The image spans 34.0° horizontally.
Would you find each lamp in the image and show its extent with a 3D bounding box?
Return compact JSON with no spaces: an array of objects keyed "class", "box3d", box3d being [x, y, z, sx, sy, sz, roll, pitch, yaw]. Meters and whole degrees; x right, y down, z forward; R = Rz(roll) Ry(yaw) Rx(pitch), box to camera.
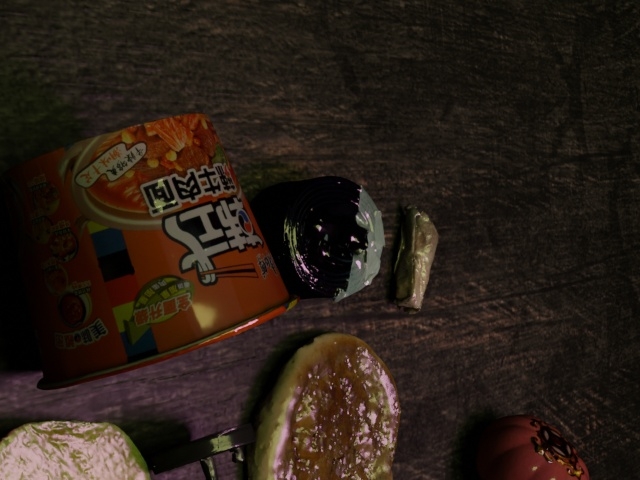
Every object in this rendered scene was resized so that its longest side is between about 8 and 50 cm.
[{"class":"lamp","box3d":[0.306,0.344,1.536,0.182,0.140,0.182,29,24,-15]},{"class":"lamp","box3d":[-0.117,0.358,1.011,0.109,0.130,0.371,9,68,-24]}]

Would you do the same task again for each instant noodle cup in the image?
[{"class":"instant noodle cup","box3d":[-0.165,0.004,0.954,0.250,0.250,0.192,-20,93,-49]}]

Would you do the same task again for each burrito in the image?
[{"class":"burrito","box3d":[0.129,0.026,1.439,0.055,0.041,0.149,21,69,-33]}]

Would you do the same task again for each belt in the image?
[{"class":"belt","box3d":[0.000,0.000,1.261,0.198,0.078,0.151,-3,87,-52]}]

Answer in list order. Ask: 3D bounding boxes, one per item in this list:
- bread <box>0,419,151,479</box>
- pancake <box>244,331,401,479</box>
[{"class":"bread","box3d":[-0.245,0.272,0.974,0.229,0.034,0.228,6,82,-48]},{"class":"pancake","box3d":[0.014,0.245,1.277,0.282,0.049,0.282,13,74,-50]}]
